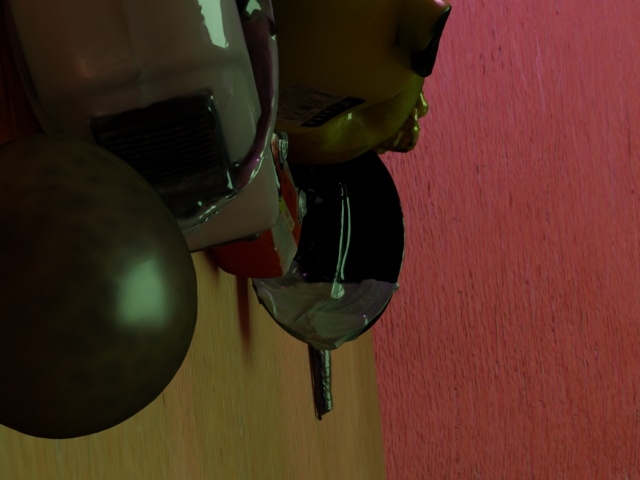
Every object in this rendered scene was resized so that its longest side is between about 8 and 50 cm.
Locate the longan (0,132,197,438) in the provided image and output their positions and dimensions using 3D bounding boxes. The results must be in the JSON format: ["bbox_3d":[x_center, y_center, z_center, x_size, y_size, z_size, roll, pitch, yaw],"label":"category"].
[{"bbox_3d":[-0.095,0.016,0.445,0.113,0.092,0.113,9,78,-49],"label":"longan"}]

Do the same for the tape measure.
[{"bbox_3d":[-0.082,-0.103,0.550,0.197,0.120,0.236,-124,-160,-85],"label":"tape measure"}]

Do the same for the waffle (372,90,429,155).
[{"bbox_3d":[0.010,-0.183,1.169,0.059,0.238,0.243,-29,124,-36],"label":"waffle"}]

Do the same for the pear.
[{"bbox_3d":[-0.008,-0.157,0.994,0.200,0.200,0.200,-6,90,-84],"label":"pear"}]

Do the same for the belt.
[{"bbox_3d":[0.000,0.000,1.120,0.078,0.151,0.198,91,-6,-77],"label":"belt"}]

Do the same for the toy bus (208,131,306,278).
[{"bbox_3d":[-0.058,-0.027,0.950,0.174,0.079,0.077,73,21,-65],"label":"toy bus"}]

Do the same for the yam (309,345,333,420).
[{"bbox_3d":[0.002,0.163,1.582,0.033,0.027,0.129,-37,122,-82],"label":"yam"}]

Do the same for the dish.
[{"bbox_3d":[-0.046,-0.166,0.712,0.262,0.108,0.221,4,-75,60],"label":"dish"}]
